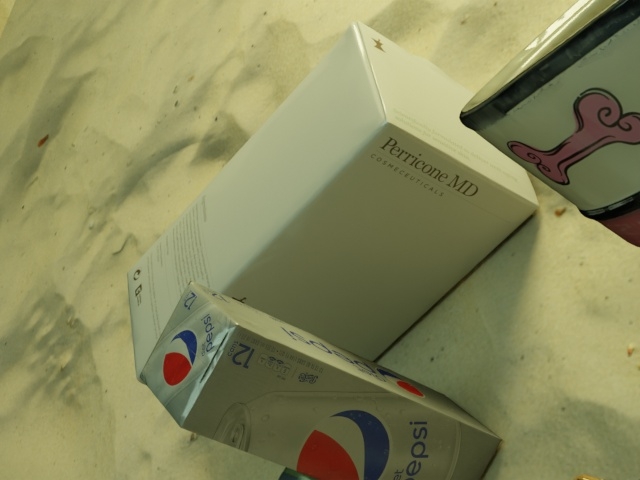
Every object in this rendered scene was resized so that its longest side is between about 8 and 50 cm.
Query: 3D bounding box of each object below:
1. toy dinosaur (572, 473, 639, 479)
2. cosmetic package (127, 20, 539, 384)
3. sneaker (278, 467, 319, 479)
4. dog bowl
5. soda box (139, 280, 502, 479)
[{"bbox_3d":[0.213,0.208,1.045,0.112,0.064,0.212,37,109,40],"label":"toy dinosaur"},{"bbox_3d":[0.000,0.000,1.358,0.365,0.197,0.155,-46,36,29],"label":"cosmetic package"},{"bbox_3d":[-0.005,0.223,1.338,0.192,0.064,0.086,-49,27,22],"label":"sneaker"},{"bbox_3d":[0.291,-0.155,0.936,0.408,0.150,0.408,-40,2,2],"label":"dog bowl"},{"bbox_3d":[0.004,0.136,1.166,0.091,0.286,0.098,-61,33,4],"label":"soda box"}]
